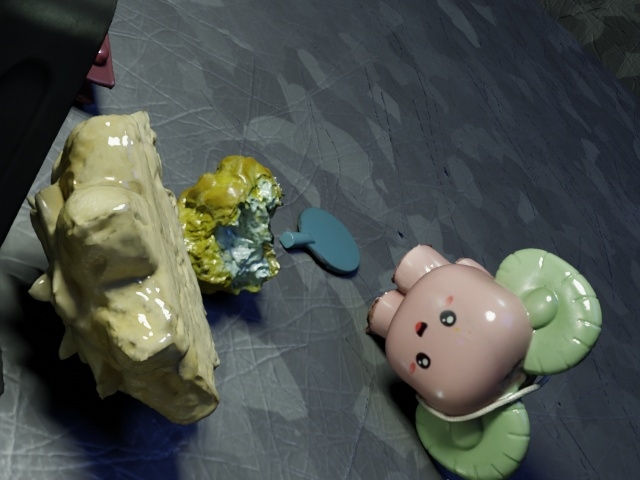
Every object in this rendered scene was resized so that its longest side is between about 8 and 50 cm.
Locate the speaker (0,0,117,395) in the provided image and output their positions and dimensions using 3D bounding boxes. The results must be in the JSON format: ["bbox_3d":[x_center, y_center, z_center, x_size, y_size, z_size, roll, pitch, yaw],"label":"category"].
[{"bbox_3d":[-0.273,-0.085,1.013,0.184,0.388,0.180,39,19,34],"label":"speaker"}]

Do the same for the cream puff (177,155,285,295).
[{"bbox_3d":[-0.109,-0.016,1.389,0.121,0.156,0.156,32,14,36],"label":"cream puff"}]

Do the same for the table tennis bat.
[{"bbox_3d":[0.000,0.000,1.645,0.155,0.019,0.100,-1,58,-58],"label":"table tennis bat"}]

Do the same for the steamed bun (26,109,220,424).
[{"bbox_3d":[-0.187,0.030,1.162,0.292,0.137,0.295,77,-2,-82],"label":"steamed bun"}]

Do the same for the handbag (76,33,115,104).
[{"bbox_3d":[-0.325,-0.263,1.414,0.203,0.074,0.216,23,39,-41],"label":"handbag"}]

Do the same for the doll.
[{"bbox_3d":[0.195,0.125,1.548,0.216,0.284,0.268,13,21,-49],"label":"doll"}]
